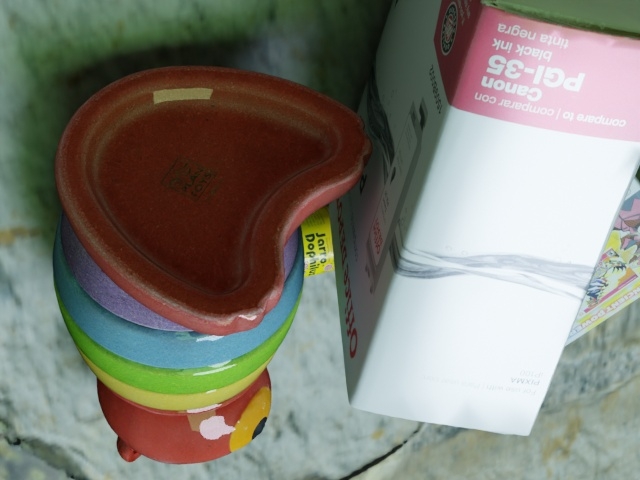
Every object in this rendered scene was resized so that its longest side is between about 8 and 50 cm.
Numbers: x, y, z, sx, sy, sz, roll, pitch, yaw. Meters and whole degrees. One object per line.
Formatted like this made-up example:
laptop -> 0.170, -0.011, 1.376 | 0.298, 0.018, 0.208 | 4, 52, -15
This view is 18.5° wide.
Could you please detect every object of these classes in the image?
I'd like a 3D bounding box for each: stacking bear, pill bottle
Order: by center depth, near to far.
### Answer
stacking bear -> -0.083, 0.040, 1.224 | 0.175, 0.164, 0.289 | -56, 166, -33
pill bottle -> 0.000, 0.000, 1.304 | 0.083, 0.043, 0.043 | -13, 137, -14

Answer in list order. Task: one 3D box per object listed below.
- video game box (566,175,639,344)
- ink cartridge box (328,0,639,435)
video game box -> 0.139, 0.012, 1.382 | 0.205, 0.048, 0.187 | -34, 135, 10
ink cartridge box -> 0.096, -0.058, 1.140 | 0.117, 0.207, 0.283 | 9, 125, -11
